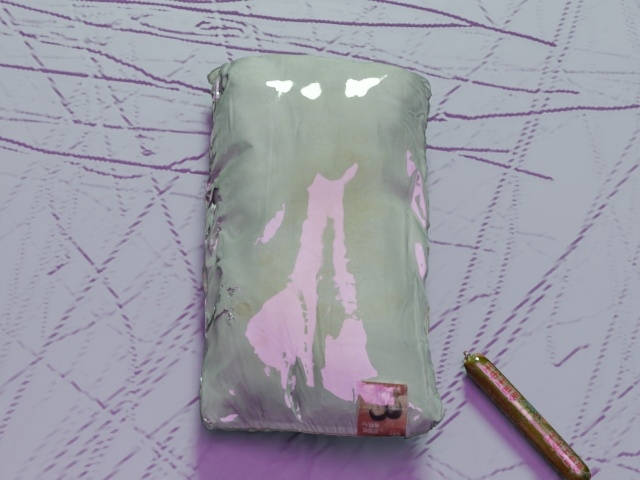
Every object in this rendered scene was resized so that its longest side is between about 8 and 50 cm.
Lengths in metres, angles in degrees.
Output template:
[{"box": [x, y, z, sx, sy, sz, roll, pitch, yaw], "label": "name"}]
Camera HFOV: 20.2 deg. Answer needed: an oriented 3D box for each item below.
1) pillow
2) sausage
[{"box": [0.000, 0.000, 0.975, 0.128, 0.051, 0.229, -1, 65, 1], "label": "pillow"}, {"box": [0.111, 0.096, 0.966, 0.015, 0.015, 0.100, -37, 75, -20], "label": "sausage"}]
